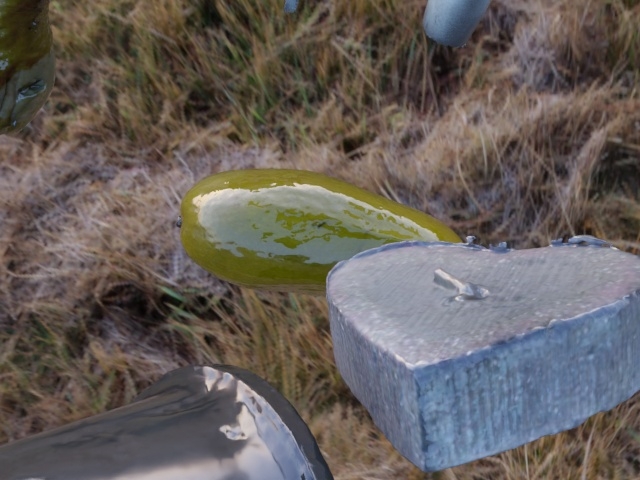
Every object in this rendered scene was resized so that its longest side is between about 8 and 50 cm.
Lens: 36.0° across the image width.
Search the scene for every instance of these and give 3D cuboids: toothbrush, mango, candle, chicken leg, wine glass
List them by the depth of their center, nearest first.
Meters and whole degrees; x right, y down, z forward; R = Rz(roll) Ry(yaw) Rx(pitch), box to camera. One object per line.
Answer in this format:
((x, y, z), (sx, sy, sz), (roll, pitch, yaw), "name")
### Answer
((0.083, 0.054, 0.540), (0.192, 0.168, 0.068), (0, 112, 27), "candle")
((0.151, -0.273, 0.920), (0.066, 0.198, 0.066), (11, 48, -12), "wine glass")
((-0.003, 0.001, 1.135), (0.332, 0.195, 0.142), (13, 82, -1), "mango")
((-0.019, -0.369, 1.204), (0.017, 0.194, 0.014), (10, 33, -6), "toothbrush")
((-0.419, -0.281, 1.335), (0.153, 0.429, 0.201), (38, 51, -6), "chicken leg")

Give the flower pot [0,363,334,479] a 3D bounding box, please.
((-0.120, 0.190, 0.481), (0.269, 0.166, 0.269), (-12, 74, 48), "flower pot")
